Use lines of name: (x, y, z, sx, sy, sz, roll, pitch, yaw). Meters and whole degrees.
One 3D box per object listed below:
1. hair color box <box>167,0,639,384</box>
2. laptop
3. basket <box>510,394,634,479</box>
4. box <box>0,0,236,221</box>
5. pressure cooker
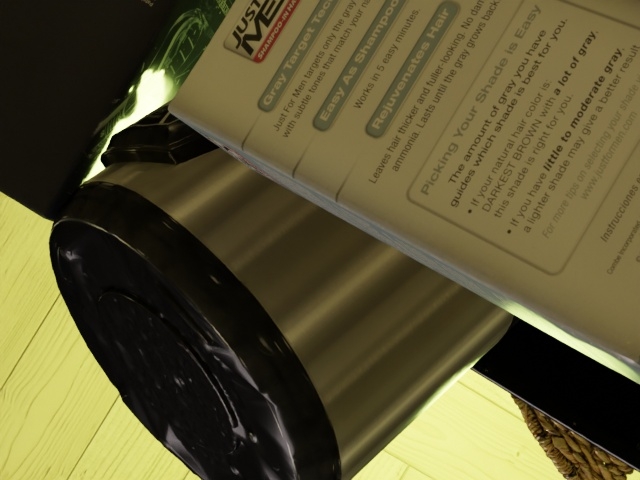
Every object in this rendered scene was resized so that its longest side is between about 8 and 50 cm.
hair color box: (0.098, -0.074, 0.778, 0.374, 0.185, 0.113, 30, 178, 36)
laptop: (0.319, 0.116, 1.680, 0.382, 0.408, 0.236, 31, 144, 8)
basket: (0.319, 0.207, 1.786, 0.213, 0.223, 0.299, 13, -150, -26)
box: (-0.228, -0.178, 1.313, 0.179, 0.312, 0.343, 31, 179, 7)
pressure cooker: (0.002, 0.005, 1.209, 0.370, 0.420, 0.375, 42, 152, 21)
